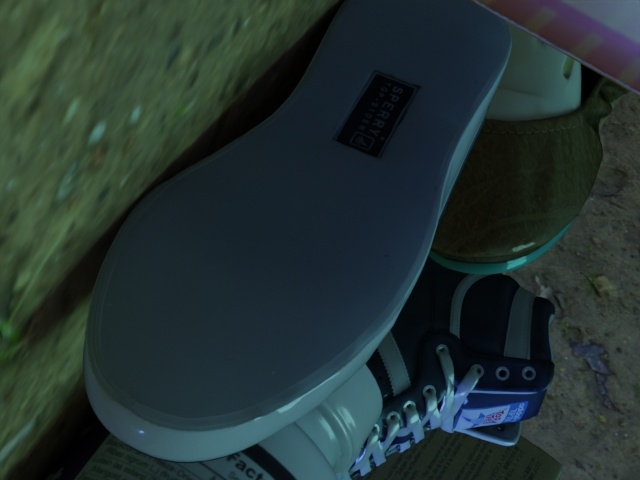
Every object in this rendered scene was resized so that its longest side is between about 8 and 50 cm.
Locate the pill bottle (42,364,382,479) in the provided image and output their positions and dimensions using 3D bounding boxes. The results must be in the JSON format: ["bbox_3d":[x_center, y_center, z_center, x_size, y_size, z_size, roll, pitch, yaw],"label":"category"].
[{"bbox_3d":[-0.058,0.116,0.597,0.193,0.108,0.108,-53,169,-31],"label":"pill bottle"}]

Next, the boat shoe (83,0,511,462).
[{"bbox_3d":[0.000,0.000,0.567,0.258,0.095,0.084,-48,162,-43],"label":"boat shoe"}]

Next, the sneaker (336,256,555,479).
[{"bbox_3d":[0.040,0.109,0.959,0.282,0.153,0.099,-53,169,-29],"label":"sneaker"}]

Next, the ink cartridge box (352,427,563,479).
[{"bbox_3d":[0.032,0.203,1.098,0.235,0.193,0.088,-50,170,-38],"label":"ink cartridge box"}]

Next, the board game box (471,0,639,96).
[{"bbox_3d":[0.233,-0.212,0.275,0.356,0.356,0.356,-53,169,-37],"label":"board game box"}]

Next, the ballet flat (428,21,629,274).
[{"bbox_3d":[0.130,-0.103,0.940,0.342,0.116,0.124,-46,144,-56],"label":"ballet flat"}]
